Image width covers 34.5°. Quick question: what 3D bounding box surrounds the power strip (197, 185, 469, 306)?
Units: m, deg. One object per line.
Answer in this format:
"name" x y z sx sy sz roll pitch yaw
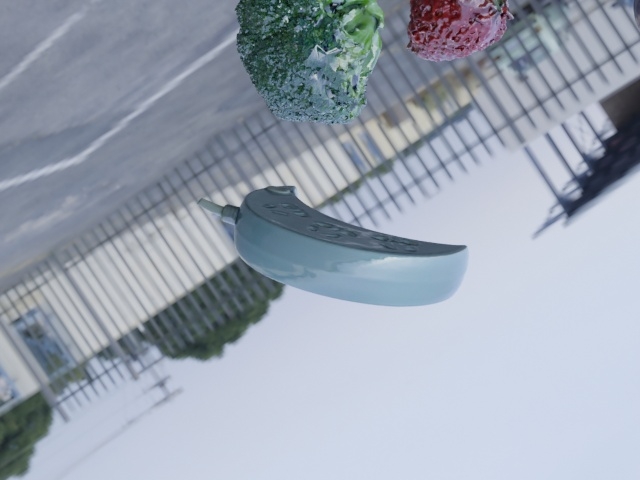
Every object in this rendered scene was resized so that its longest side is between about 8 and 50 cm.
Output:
"power strip" 0.000 0.000 0.808 0.216 0.044 0.137 20 -162 28

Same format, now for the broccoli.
"broccoli" -0.014 -0.310 1.656 0.245 0.265 0.294 -31 144 -27

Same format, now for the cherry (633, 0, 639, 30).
"cherry" 0.376 -0.246 0.972 0.148 0.115 0.188 -27 177 -5

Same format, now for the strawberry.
"strawberry" 0.234 -0.392 1.803 0.184 0.186 0.201 19 130 -32
